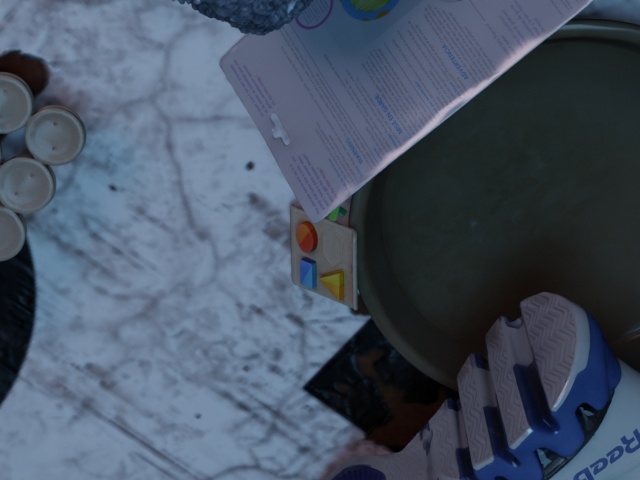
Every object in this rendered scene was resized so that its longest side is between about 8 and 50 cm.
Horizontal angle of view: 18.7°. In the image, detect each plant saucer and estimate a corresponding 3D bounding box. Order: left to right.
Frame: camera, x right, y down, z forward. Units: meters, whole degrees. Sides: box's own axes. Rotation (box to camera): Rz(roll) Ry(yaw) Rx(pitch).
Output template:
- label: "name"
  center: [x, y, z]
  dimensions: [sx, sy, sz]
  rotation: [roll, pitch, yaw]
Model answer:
- label: "plant saucer"
  center: [0.154, -0.018, 1.246]
  dimensions: [0.278, 0.041, 0.278]
  rotation: [-2, 119, -4]

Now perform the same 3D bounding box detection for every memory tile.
- label: "memory tile"
  center: [-0.220, -0.040, 1.184]
  dimensions: [0.113, 0.012, 0.148]
  rotation: [31, 107, -9]

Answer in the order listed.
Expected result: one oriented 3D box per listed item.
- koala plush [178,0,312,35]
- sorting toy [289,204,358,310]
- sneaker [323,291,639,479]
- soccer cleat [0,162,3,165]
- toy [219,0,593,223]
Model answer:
- label: "koala plush"
  center: [-0.012, -0.238, 1.042]
  dimensions: [0.221, 0.196, 0.203]
  rotation: [-35, 127, 12]
- label: "sorting toy"
  center: [0.000, 0.000, 1.232]
  dimensions: [0.012, 0.062, 0.083]
  rotation: [-26, 127, -38]
- label: "sneaker"
  center: [0.130, 0.183, 1.272]
  dimensions: [0.182, 0.127, 0.315]
  rotation: [28, 126, -24]
- label: "soccer cleat"
  center: [-0.227, -0.039, 1.208]
  dimensions: [0.083, 0.029, 0.035]
  rotation: [14, 124, -9]
- label: "toy"
  center: [0.066, -0.126, 1.150]
  dimensions: [0.237, 0.137, 0.056]
  rotation: [-41, 148, 17]
